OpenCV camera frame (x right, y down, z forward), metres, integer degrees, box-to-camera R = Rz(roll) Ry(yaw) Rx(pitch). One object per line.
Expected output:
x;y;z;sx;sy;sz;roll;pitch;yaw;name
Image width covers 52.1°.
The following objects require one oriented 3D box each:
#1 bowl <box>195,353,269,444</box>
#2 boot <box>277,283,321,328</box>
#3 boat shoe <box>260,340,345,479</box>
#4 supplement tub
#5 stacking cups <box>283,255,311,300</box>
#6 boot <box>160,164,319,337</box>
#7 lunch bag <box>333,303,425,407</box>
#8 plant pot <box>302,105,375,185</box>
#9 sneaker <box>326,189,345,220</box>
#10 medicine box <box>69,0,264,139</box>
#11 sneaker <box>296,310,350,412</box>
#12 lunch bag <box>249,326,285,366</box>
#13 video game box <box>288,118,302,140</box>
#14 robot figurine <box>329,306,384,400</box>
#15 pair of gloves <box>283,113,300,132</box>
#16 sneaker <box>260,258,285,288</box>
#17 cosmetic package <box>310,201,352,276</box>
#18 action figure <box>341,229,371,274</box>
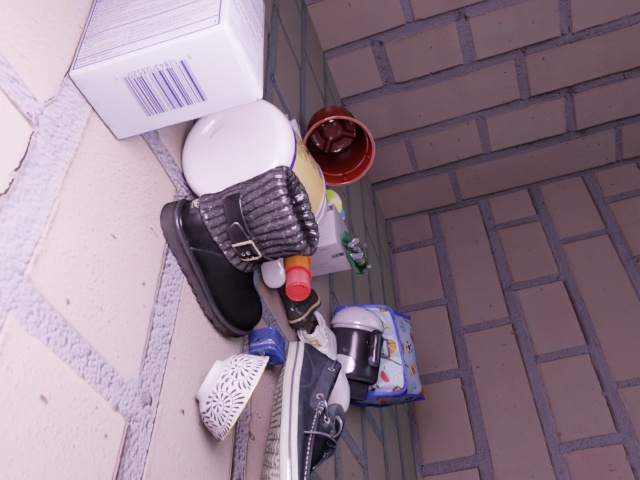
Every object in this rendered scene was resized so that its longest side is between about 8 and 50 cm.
-0.165;0.258;1.140;0.080;0.170;0.170;31;19;-2;bowl
-0.061;0.140;1.818;0.198;0.077;0.137;-69;138;-70;boot
-0.027;0.398;1.377;0.500;0.156;0.186;-82;-169;-63;boat shoe
-0.126;-0.131;1.428;0.331;0.241;0.240;49;30;-64;supplement tub
-0.073;0.040;1.774;0.316;0.096;0.096;-91;163;-53;stacking cups
-0.116;0.035;1.240;0.131;0.260;0.347;-89;160;-50;boot
0.192;0.406;2.287;0.385;0.239;0.327;26;50;-53;lunch bag
0.056;-0.383;2.509;0.265;0.273;0.272;-98;169;-63;plant pot
0.002;-0.124;2.151;0.240;0.091;0.126;42;-11;52;sneaker
-0.241;-0.343;1.100;0.149;0.264;0.289;63;18;-47;medicine box
-0.004;0.328;1.802;0.169;0.108;0.292;61;10;-45;sneaker
-0.119;0.239;1.454;0.098;0.067;0.065;60;20;-52;lunch bag
-0.092;-0.207;1.786;0.187;0.048;0.205;-49;125;-58;video game box
0.102;0.340;1.981;0.173;0.209;0.278;43;53;-61;robot figurine
-0.090;-0.268;1.964;0.240;0.042;0.204;-14;97;-82;pair of gloves
-0.130;0.016;1.669;0.094;0.080;0.212;55;29;-88;sneaker
0.000;0.000;2.038;0.183;0.151;0.151;55;25;-56;cosmetic package
0.125;0.057;2.053;0.232;0.064;0.137;49;29;-70;action figure
